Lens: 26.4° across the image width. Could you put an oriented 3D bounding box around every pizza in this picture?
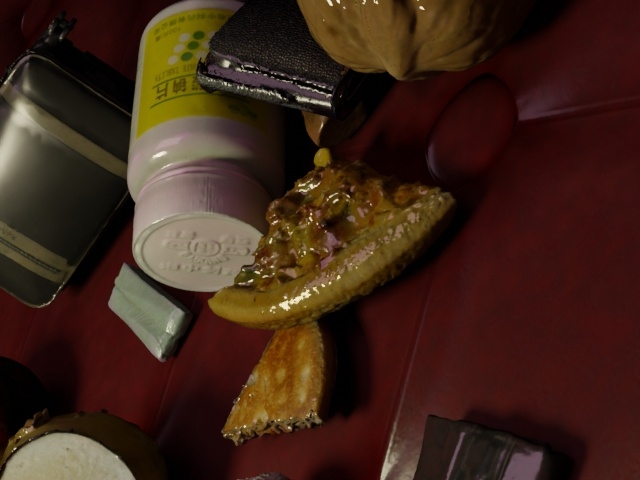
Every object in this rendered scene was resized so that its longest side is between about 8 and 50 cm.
[{"bbox_3d":[-0.042,0.176,1.637,0.193,0.053,0.201,-40,34,31],"label":"pizza"},{"bbox_3d":[0.010,0.017,1.609,0.258,0.087,0.268,-55,35,-8],"label":"pizza"}]

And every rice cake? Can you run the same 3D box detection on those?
[{"bbox_3d":[-0.252,0.102,1.989,0.222,0.042,0.080,32,99,56],"label":"rice cake"}]

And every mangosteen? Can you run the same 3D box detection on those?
[{"bbox_3d":[-0.515,0.311,2.088,0.235,0.235,0.261,37,142,57],"label":"mangosteen"}]

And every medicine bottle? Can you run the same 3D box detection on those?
[{"bbox_3d":[-0.152,-0.135,1.860,0.213,0.213,0.378,-33,44,38],"label":"medicine bottle"}]

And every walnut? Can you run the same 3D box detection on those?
[{"bbox_3d":[0.112,-0.338,1.577,0.333,0.333,0.333,-33,44,38],"label":"walnut"}]

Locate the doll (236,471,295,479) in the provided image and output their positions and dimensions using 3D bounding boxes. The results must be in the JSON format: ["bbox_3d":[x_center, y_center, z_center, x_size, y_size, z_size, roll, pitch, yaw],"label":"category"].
[{"bbox_3d":[-0.072,0.362,1.496,0.105,0.115,0.221,-2,64,42],"label":"doll"}]

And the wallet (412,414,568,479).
[{"bbox_3d":[0.135,0.292,1.323,0.182,0.049,0.229,7,75,52],"label":"wallet"}]

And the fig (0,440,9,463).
[{"bbox_3d":[-0.469,0.353,1.859,0.217,0.321,0.217,-28,46,34],"label":"fig"}]

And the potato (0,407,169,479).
[{"bbox_3d":[-0.304,0.362,1.746,0.196,0.246,0.299,-49,-23,-80],"label":"potato"}]

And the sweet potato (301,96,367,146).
[{"bbox_3d":[0.015,-0.224,1.813,0.097,0.097,0.251,-39,36,32],"label":"sweet potato"}]

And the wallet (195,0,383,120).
[{"bbox_3d":[-0.006,-0.269,1.751,0.221,0.071,0.262,14,52,31],"label":"wallet"}]

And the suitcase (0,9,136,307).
[{"bbox_3d":[-0.430,-0.112,2.168,0.434,0.283,0.194,-52,13,17],"label":"suitcase"}]
